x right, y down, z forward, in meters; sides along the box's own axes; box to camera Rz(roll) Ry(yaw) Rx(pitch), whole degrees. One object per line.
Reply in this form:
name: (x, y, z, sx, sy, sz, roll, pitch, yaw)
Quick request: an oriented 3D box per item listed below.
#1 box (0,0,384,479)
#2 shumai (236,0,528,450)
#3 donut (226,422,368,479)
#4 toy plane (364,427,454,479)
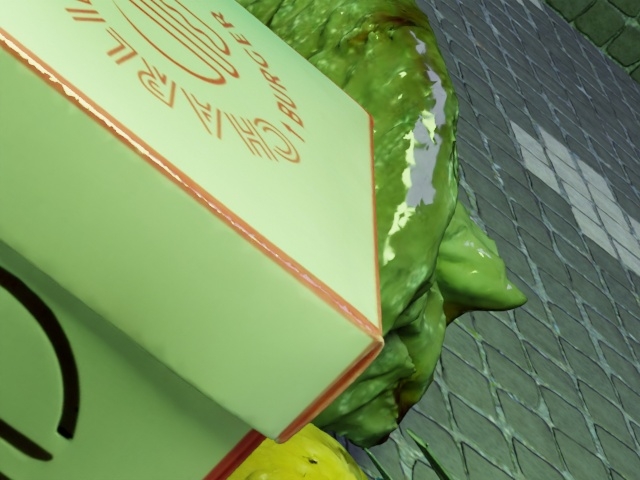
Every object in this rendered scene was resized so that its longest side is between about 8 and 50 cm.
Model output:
box: (-0.176, -0.006, 1.044, 0.314, 0.300, 0.312, 39, 19, -15)
shumai: (0.000, 0.000, 1.448, 0.323, 0.324, 0.397, 47, 17, -44)
donut: (0.069, 0.292, 1.141, 0.435, 0.163, 0.377, 26, 27, -45)
toy plane: (0.114, 0.221, 1.408, 0.226, 0.058, 0.226, 21, -32, 33)
